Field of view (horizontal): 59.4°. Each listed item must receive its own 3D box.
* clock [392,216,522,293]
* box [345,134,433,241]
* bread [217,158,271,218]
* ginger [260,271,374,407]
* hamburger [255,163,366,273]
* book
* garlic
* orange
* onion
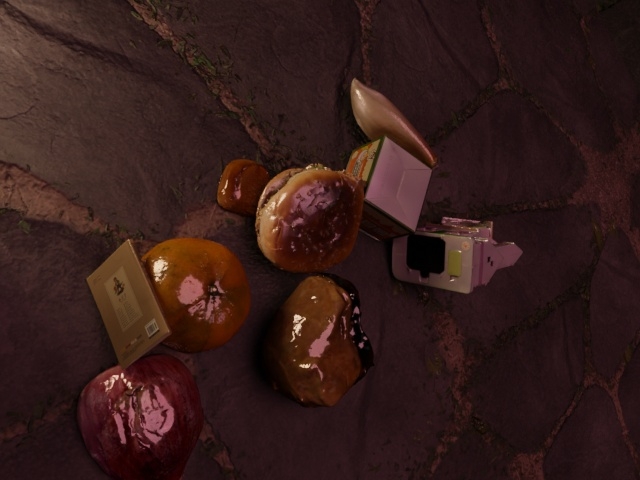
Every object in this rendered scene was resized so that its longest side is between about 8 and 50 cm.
[{"bbox_3d":[0.376,0.027,1.503,0.310,0.235,0.165,-7,101,-46],"label":"clock"},{"bbox_3d":[0.157,-0.127,1.429,0.178,0.148,0.194,30,66,-25],"label":"box"},{"bbox_3d":[-0.165,-0.120,1.278,0.126,0.044,0.129,21,67,-30],"label":"bread"},{"bbox_3d":[-0.025,0.224,1.206,0.223,0.201,0.269,-24,98,-40],"label":"ginger"},{"bbox_3d":[-0.017,-0.047,1.270,0.286,0.146,0.243,-40,119,-20],"label":"hamburger"},{"bbox_3d":[-0.350,0.116,1.017,0.016,0.138,0.198,8,49,-59],"label":"book"},{"bbox_3d":[0.189,-0.293,1.484,0.318,0.143,0.112,38,90,-1],"label":"garlic"},{"bbox_3d":[-0.249,0.105,1.099,0.240,0.171,0.239,6,78,-31],"label":"orange"},{"bbox_3d":[-0.309,0.355,1.043,0.227,0.120,0.283,-22,94,-30],"label":"onion"}]
